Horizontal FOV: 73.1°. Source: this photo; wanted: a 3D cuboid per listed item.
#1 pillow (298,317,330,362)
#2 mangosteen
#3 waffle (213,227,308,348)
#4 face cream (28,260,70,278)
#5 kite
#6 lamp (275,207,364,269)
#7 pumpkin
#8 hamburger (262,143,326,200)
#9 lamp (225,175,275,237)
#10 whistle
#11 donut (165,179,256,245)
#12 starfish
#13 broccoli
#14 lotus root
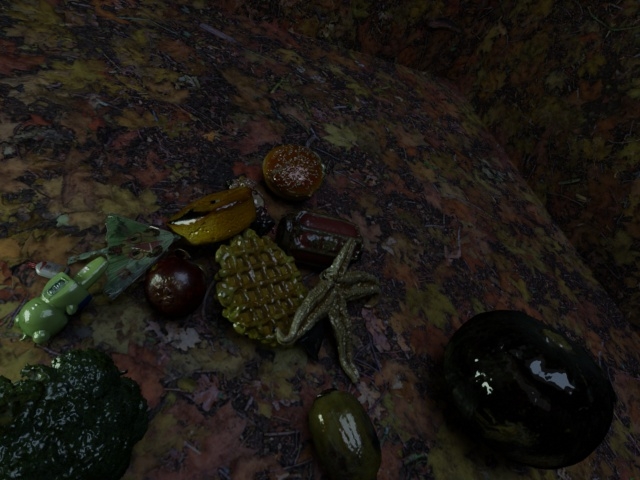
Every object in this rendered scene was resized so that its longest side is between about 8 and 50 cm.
[{"bbox_3d":[-0.016,0.250,1.184,0.048,0.091,0.150,-3,37,21],"label":"pillow"},{"bbox_3d":[-0.335,0.106,1.063,0.145,0.156,0.181,13,15,28],"label":"mangosteen"},{"bbox_3d":[-0.153,0.128,1.149,0.324,0.068,0.302,37,43,-25],"label":"waffle"},{"bbox_3d":[-0.628,0.068,0.997,0.083,0.021,0.040,20,44,-15],"label":"face cream"},{"bbox_3d":[-0.481,0.019,1.068,0.267,0.013,0.323,-13,45,-13],"label":"kite"},{"bbox_3d":[0.000,0.000,1.338,0.273,0.177,0.177,14,47,-22],"label":"lamp"},{"bbox_3d":[0.563,0.401,1.206,0.453,0.344,0.454,21,22,-9],"label":"pumpkin"},{"bbox_3d":[-0.095,-0.238,1.503,0.236,0.147,0.237,14,47,-16],"label":"hamburger"},{"bbox_3d":[-0.225,-0.122,1.347,0.118,0.118,0.254,-3,56,-33],"label":"lamp"},{"bbox_3d":[-0.548,0.122,0.927,0.105,0.085,0.227,23,58,25],"label":"whistle"},{"bbox_3d":[-0.294,-0.074,1.181,0.253,0.253,0.119,-40,123,-46],"label":"donut"},{"bbox_3d":[0.051,0.201,1.190,0.324,0.082,0.432,61,37,-27],"label":"starfish"},{"bbox_3d":[-0.448,0.320,0.727,0.283,0.322,0.303,14,27,23],"label":"broccoli"},{"bbox_3d":[0.068,0.476,0.985,0.153,0.154,0.278,-5,61,-35],"label":"lotus root"}]
